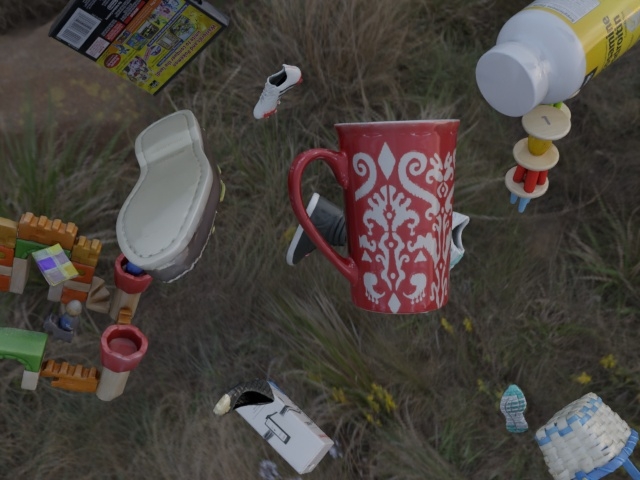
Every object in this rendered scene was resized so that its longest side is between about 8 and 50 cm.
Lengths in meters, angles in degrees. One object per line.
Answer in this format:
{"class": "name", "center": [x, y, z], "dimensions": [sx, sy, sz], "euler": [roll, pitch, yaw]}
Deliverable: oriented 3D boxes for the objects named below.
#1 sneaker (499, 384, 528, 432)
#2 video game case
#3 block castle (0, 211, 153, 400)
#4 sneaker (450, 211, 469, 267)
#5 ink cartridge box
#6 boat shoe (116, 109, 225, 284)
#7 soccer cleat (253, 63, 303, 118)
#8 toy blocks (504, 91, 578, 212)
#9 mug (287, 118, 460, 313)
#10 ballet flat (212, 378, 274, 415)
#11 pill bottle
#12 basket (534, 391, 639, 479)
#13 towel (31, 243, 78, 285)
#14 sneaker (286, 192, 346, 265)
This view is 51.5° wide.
{"class": "sneaker", "center": [0.477, 0.403, 1.649], "dimensions": [0.065, 0.166, 0.076], "euler": [-5, 39, 12]}
{"class": "video game case", "center": [-0.362, -0.425, 1.317], "dimensions": [0.275, 0.248, 0.035], "euler": [-29, 47, 39]}
{"class": "block castle", "center": [-0.558, 0.108, 1.276], "dimensions": [0.454, 0.212, 0.303], "euler": [14, 37, -18]}
{"class": "sneaker", "center": [0.235, 0.041, 1.299], "dimensions": [0.094, 0.080, 0.212], "euler": [5, 75, 47]}
{"class": "ink cartridge box", "center": [-0.077, 0.404, 1.449], "dimensions": [0.203, 0.148, 0.086], "euler": [40, 84, 17]}
{"class": "boat shoe", "center": [-0.167, -0.048, 0.794], "dimensions": [0.117, 0.096, 0.324], "euler": [-24, 35, 4]}
{"class": "soccer cleat", "center": [-0.057, -0.179, 0.795], "dimensions": [0.083, 0.036, 0.029], "euler": [-39, 63, 27]}
{"class": "toy blocks", "center": [0.265, -0.116, 0.809], "dimensions": [0.054, 0.148, 0.123], "euler": [17, 57, 14]}
{"class": "mug", "center": [0.054, -0.025, 0.618], "dimensions": [0.151, 0.113, 0.169], "euler": [0, 101, 12]}
{"class": "ballet flat", "center": [-0.139, 0.295, 1.239], "dimensions": [0.049, 0.173, 0.057], "euler": [43, 109, 21]}
{"class": "pill bottle", "center": [0.252, -0.208, 0.697], "dimensions": [0.184, 0.103, 0.103], "euler": [-38, 68, -21]}
{"class": "basket", "center": [0.669, 0.531, 1.585], "dimensions": [0.201, 0.255, 0.289], "euler": [-48, 67, 30]}
{"class": "towel", "center": [-0.512, 0.047, 1.282], "dimensions": [0.060, 0.009, 0.083], "euler": [-24, 71, -41]}
{"class": "sneaker", "center": [0.000, 0.000, 1.893], "dimensions": [0.147, 0.295, 0.104], "euler": [24, 48, -2]}
